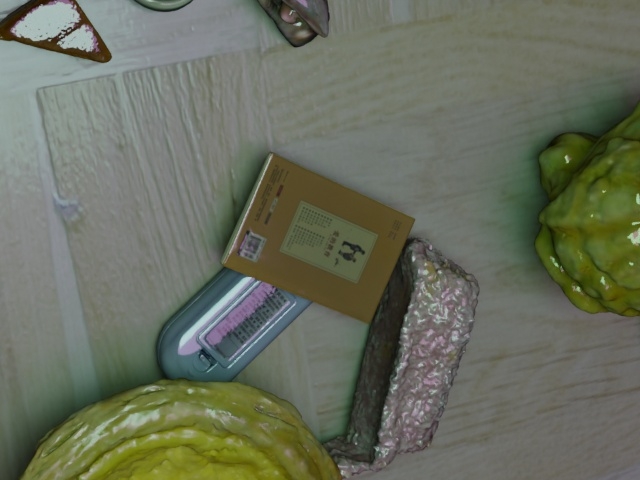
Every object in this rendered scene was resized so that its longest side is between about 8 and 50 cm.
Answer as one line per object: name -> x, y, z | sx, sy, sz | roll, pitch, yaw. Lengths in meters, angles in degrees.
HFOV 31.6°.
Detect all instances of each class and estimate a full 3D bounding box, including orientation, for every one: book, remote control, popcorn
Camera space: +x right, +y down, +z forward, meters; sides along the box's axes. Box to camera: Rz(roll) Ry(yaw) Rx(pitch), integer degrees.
book -> 0.000, 0.000, 1.100 | 0.172, 0.012, 0.118 | 24, 91, -25
remote control -> -0.059, 0.054, 1.120 | 0.244, 0.047, 0.087 | -44, 111, -9
popcorn -> 0.334, -0.037, 1.146 | 0.195, 0.255, 0.256 | 34, 95, -23

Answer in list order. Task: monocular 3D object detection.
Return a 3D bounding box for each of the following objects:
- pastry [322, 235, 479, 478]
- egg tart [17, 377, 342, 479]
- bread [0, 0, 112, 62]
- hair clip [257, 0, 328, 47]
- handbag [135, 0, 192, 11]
pastry -> 0.087, 0.133, 1.165 | 0.112, 0.103, 0.265 | 22, 97, -17
egg tart -> -0.141, 0.278, 1.092 | 0.345, 0.132, 0.345 | -5, 103, -20
bread -> -0.234, -0.195, 0.994 | 0.109, 0.043, 0.062 | 7, 102, -21
hair clip -> -0.073, -0.267, 0.980 | 0.173, 0.069, 0.300 | -45, 131, 2
handbag -> -0.170, -0.357, 0.978 | 0.241, 0.109, 0.315 | -22, 123, -14
